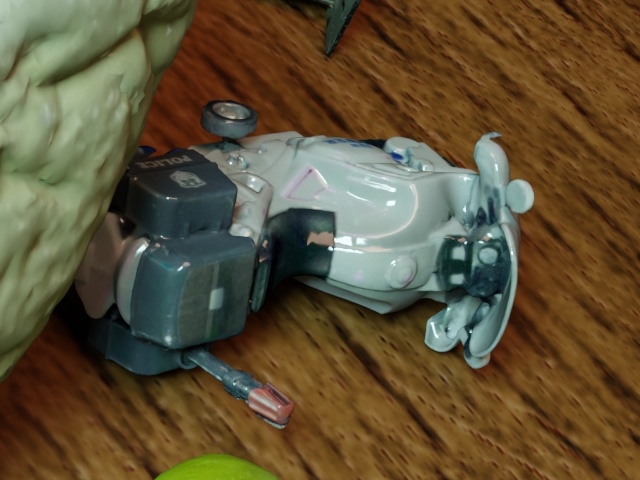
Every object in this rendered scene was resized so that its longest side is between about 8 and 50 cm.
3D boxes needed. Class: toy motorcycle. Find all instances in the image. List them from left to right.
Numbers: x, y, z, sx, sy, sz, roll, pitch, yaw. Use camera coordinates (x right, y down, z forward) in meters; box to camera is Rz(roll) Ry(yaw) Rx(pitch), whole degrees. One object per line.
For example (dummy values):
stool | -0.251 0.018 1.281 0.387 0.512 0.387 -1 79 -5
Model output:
toy motorcycle | 0.000 0.000 0.774 0.221 0.102 0.150 -11 36 -38

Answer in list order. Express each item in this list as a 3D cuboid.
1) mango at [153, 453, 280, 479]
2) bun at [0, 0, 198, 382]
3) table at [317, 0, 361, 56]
mango | -0.028 0.147 0.634 0.091 0.074 0.165 9 48 -23
bun | -0.208 -0.070 0.622 0.349 0.227 0.352 -20 65 -13
table | -0.051 -0.188 0.941 0.146 0.062 0.175 15 48 -15
